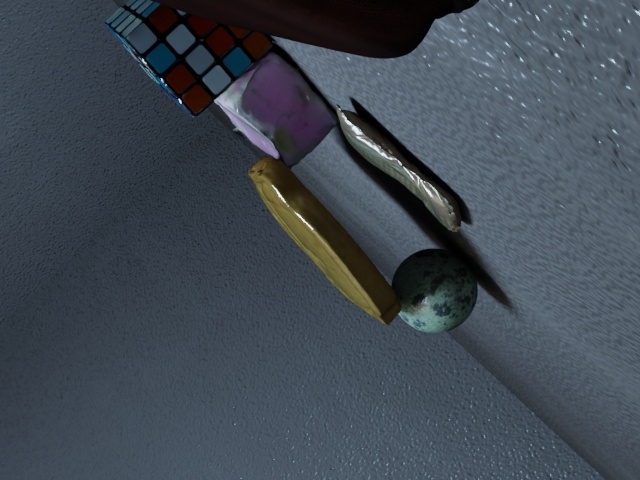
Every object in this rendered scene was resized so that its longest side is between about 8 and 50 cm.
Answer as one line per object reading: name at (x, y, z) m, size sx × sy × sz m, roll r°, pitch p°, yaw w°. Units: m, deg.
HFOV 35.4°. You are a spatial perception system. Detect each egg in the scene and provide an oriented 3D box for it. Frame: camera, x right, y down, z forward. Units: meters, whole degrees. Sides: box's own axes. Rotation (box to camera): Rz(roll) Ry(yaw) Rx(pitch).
egg at (0.179, 0.077, 1.556) m, size 0.132 × 0.132 × 0.172 m, roll 46°, pitch 171°, yaw -3°

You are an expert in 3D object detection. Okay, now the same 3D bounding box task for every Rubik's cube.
Rubik's cube at (-0.188, -0.290, 1.409) m, size 0.151 × 0.155 × 0.154 m, roll 47°, pitch 177°, yaw -29°

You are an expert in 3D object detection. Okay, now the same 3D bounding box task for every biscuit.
biscuit at (0.000, 0.000, 1.520) m, size 0.312 × 0.057 × 0.351 m, roll 50°, pitch 176°, yaw -14°

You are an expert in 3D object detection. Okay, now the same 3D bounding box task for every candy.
candy at (-0.096, -0.217, 1.514) m, size 0.155 × 0.116 × 0.265 m, roll 47°, pitch 177°, yaw -30°

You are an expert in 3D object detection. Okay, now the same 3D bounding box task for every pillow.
pillow at (0.100, -0.090, 1.273) m, size 0.211 × 0.034 × 0.135 m, roll 43°, pitch 175°, yaw 19°

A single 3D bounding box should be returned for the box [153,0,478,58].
box at (-0.087, -0.204, 0.605) m, size 0.263 × 0.108 × 0.404 m, roll 17°, pitch -173°, yaw -31°
